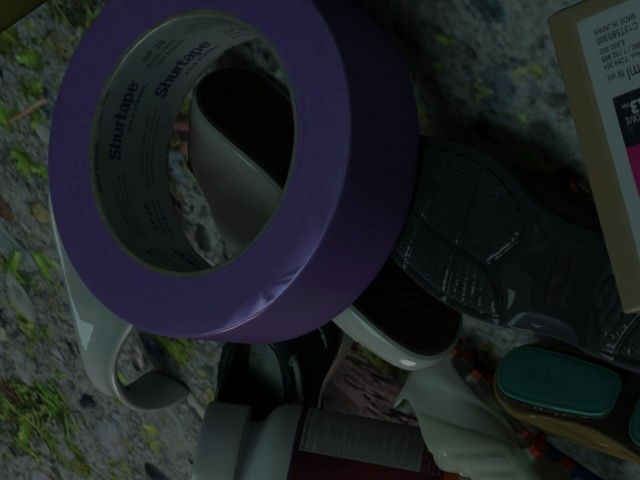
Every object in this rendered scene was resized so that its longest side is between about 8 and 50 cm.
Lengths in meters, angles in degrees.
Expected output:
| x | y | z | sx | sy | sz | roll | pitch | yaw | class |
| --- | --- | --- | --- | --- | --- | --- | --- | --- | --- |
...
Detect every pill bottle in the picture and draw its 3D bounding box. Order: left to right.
| x | y | z | sx | sy | sz | roll | pitch | yaw | class |
| --- | --- | --- | --- | --- | --- | --- | --- | --- | --- |
| 0.010 | 0.197 | 1.544 | 0.221 | 0.121 | 0.121 | 10 | 134 | 3 | pill bottle |

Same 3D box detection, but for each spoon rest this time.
| x | y | z | sx | sy | sz | roll | pitch | yaw | class |
| --- | --- | --- | --- | --- | --- | --- | --- | --- | --- |
| -0.182 | 0.047 | 1.733 | 0.137 | 0.084 | 0.276 | 20 | 134 | 35 | spoon rest |

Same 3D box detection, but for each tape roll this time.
| x | y | z | sx | sy | sz | roll | pitch | yaw | class |
| --- | --- | --- | --- | --- | --- | --- | --- | --- | --- |
| -0.067 | -0.065 | 1.387 | 0.274 | 0.090 | 0.275 | -5 | 81 | 34 | tape roll |

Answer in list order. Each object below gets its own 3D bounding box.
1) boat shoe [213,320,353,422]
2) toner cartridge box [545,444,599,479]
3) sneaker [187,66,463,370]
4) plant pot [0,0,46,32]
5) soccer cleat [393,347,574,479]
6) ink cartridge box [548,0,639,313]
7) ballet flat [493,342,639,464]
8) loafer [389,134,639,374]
| x | y | z | sx | sy | sz | roll | pitch | yaw | class |
| --- | --- | --- | --- | --- | --- | --- | --- | --- | --- |
| -0.051 | 0.143 | 1.662 | 0.114 | 0.091 | 0.302 | 34 | 140 | 22 | boat shoe |
| 0.190 | 0.333 | 1.577 | 0.165 | 0.075 | 0.348 | 32 | 139 | 24 | toner cartridge box |
| 0.000 | 0.000 | 1.490 | 0.290 | 0.106 | 0.123 | 50 | 148 | 22 | sneaker |
| -0.247 | -0.278 | 1.409 | 0.293 | 0.275 | 0.275 | -13 | 111 | 34 | plant pot |
| 0.129 | 0.161 | 1.459 | 0.076 | 0.068 | 0.196 | -50 | 50 | 13 | soccer cleat |
| 0.255 | -0.075 | 1.103 | 0.234 | 0.088 | 0.193 | -21 | 80 | 52 | ink cartridge box |
| 0.231 | 0.125 | 1.378 | 0.232 | 0.080 | 0.073 | 18 | 160 | 41 | ballet flat |
| 0.162 | 0.015 | 1.329 | 0.302 | 0.095 | 0.109 | 28 | 103 | 33 | loafer |
